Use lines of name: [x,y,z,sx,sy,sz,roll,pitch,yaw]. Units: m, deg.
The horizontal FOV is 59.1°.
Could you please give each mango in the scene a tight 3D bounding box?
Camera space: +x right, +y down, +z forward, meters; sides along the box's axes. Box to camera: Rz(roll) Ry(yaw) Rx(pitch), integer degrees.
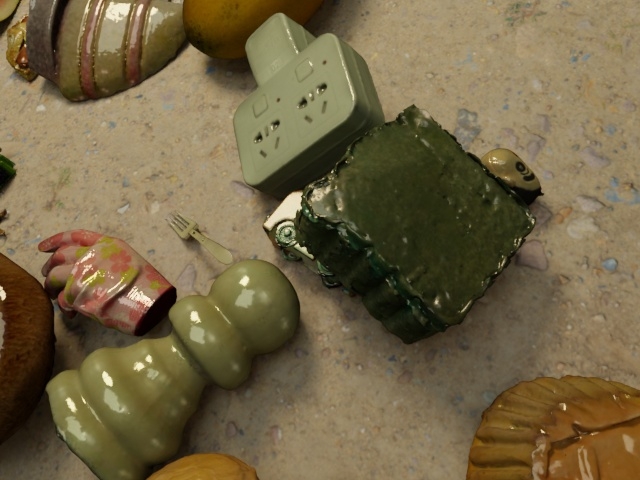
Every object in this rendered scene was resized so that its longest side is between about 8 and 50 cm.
mango: [-0.103,-0.489,0.996,0.264,0.221,0.378,27,85,16]

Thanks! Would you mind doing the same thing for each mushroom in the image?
mushroom: [-0.531,0.156,0.805,0.345,0.239,0.345,-22,58,39]

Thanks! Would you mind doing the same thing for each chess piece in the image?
chess piece: [-0.171,0.157,0.762,0.330,0.182,0.182,-38,65,-12]

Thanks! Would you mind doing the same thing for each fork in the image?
fork: [-0.181,-0.004,0.862,0.034,0.028,0.219,-43,37,-16]

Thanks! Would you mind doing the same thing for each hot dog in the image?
hot dog: [-0.594,-0.404,1.136,0.078,0.061,0.168,-15,65,3]

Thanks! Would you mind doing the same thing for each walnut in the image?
walnut: [-0.159,0.345,0.679,0.207,0.159,0.159,-37,65,-5]

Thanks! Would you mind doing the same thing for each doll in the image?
doll: [0.241,-0.100,0.833,0.179,0.102,0.088,24,117,16]

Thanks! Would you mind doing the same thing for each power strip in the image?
power strip: [-0.024,-0.221,0.905,0.229,0.141,0.261,-31,59,30]

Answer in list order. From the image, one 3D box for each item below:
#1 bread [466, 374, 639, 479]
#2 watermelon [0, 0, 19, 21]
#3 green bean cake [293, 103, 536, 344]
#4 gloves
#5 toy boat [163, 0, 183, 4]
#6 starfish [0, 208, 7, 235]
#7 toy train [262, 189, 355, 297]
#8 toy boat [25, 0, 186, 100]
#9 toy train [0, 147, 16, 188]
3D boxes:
bread: [0.301,0.272,0.626,0.274,0.149,0.274,-3,61,6]
watermelon: [-0.761,-0.512,1.138,0.128,0.303,0.159,1,94,29]
green bean cake: [0.119,-0.022,0.745,0.255,0.132,0.241,42,65,5]
gloves: [-0.337,0.049,0.853,0.241,0.126,0.145,29,63,10]
toy boat: [-0.400,-0.563,1.166,0.318,0.072,0.219,12,74,13]
starfish: [-0.588,-0.024,0.992,0.078,0.028,0.091,41,77,17]
toy train: [0.000,0.000,0.840,0.188,0.072,0.099,34,78,22]
toy boat: [-0.423,-0.395,1.073,0.294,0.111,0.276,30,87,9]
toy train: [-0.643,-0.088,1.013,0.081,0.060,0.202,37,80,17]
